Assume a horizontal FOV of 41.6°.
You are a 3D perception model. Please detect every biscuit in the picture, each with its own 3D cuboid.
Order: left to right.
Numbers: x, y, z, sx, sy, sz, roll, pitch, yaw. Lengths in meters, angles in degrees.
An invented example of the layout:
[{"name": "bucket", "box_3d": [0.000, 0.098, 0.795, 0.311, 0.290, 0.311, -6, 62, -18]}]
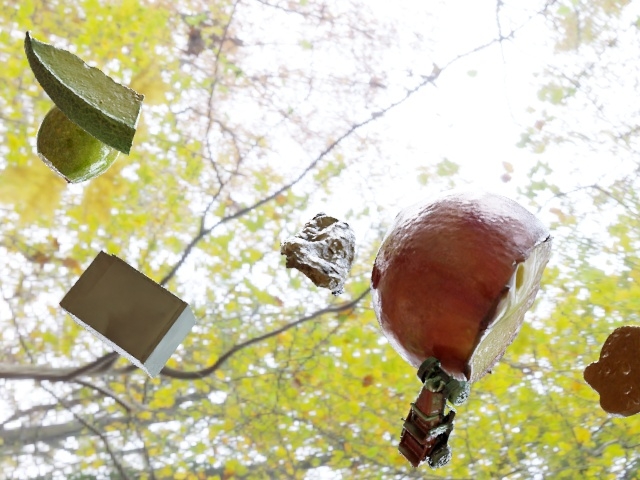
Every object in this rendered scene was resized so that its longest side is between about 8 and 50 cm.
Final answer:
[{"name": "biscuit", "box_3d": [0.434, 0.190, 1.217, 0.118, 0.023, 0.140, -21, -136, 51]}]

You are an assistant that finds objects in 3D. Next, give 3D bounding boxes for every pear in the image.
[{"name": "pear", "box_3d": [-0.509, -0.236, 1.819, 0.187, 0.187, 0.220, 27, -103, 35]}]

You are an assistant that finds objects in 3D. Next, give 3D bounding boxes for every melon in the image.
[{"name": "melon", "box_3d": [-0.376, -0.250, 1.337, 0.261, 0.114, 0.053, 40, -31, 3]}]

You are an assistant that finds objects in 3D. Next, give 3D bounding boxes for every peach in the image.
[{"name": "peach", "box_3d": [0.211, 0.067, 1.181, 0.281, 0.281, 0.338, -61, -164, 15]}]

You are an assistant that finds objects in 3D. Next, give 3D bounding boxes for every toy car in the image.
[{"name": "toy car", "box_3d": [0.138, 0.219, 1.060, 0.073, 0.054, 0.143, 42, -47, 43]}]

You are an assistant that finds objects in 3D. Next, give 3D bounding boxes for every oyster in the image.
[{"name": "oyster", "box_3d": [0.003, 0.001, 1.453, 0.128, 0.345, 0.079, 23, -72, -1]}]

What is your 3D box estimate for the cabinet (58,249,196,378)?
[{"name": "cabinet", "box_3d": [-0.376, 0.143, 1.666, 0.206, 0.145, 0.150, 33, -108, 9]}]
